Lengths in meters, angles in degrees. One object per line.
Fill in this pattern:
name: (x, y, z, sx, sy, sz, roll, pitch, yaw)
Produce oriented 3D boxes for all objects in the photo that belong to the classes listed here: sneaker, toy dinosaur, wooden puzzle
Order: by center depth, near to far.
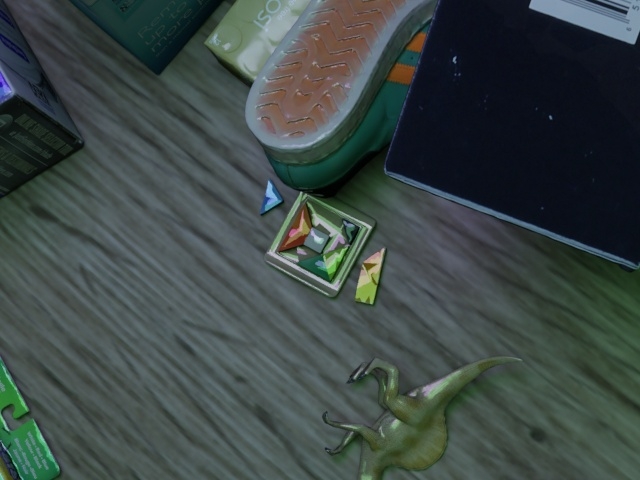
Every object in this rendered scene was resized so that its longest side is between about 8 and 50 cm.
toy dinosaur: (0.064, 0.130, 1.277, 0.093, 0.053, 0.183, 41, 96, -4)
sneaker: (0.058, -0.163, 1.287, 0.108, 0.121, 0.302, 34, 77, 25)
wooden puzzle: (0.000, 0.000, 1.315, 0.116, 0.014, 0.078, 21, 85, 11)

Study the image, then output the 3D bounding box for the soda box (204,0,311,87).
soda box: (-0.012, -0.203, 1.324, 0.061, 0.058, 0.181, 37, 88, 11)

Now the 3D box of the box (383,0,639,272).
box: (0.205, -0.193, 1.116, 0.179, 0.312, 0.343, 21, 106, 11)

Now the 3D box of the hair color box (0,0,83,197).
hair color box: (-0.331, -0.206, 1.305, 0.110, 0.185, 0.338, -33, 78, 2)

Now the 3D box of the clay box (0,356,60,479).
clay box: (-0.331, 0.188, 1.314, 0.222, 0.053, 0.127, -32, 79, 3)

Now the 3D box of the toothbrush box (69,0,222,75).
toothbrush box: (-0.127, -0.272, 1.230, 0.126, 0.295, 0.216, 40, 88, 12)
